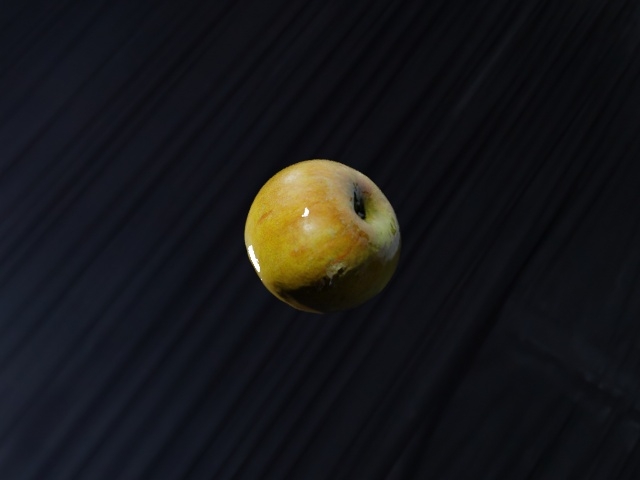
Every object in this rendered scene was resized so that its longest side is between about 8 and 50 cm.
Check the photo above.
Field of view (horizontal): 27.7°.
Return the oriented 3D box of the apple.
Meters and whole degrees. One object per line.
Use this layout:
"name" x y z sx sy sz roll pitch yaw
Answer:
"apple" 0.000 0.000 1.434 0.155 0.182 0.182 -33 110 31
